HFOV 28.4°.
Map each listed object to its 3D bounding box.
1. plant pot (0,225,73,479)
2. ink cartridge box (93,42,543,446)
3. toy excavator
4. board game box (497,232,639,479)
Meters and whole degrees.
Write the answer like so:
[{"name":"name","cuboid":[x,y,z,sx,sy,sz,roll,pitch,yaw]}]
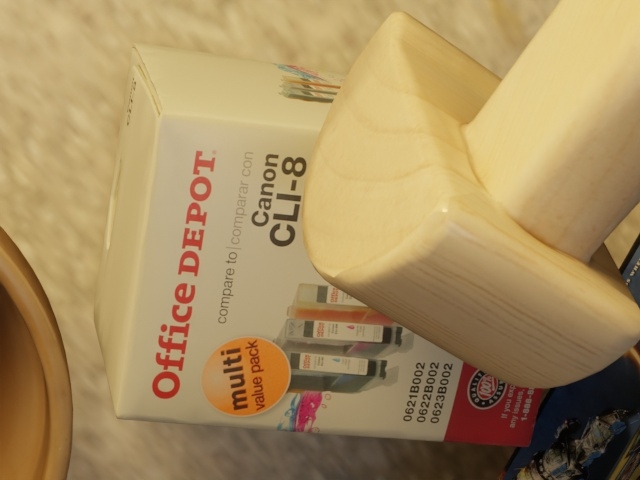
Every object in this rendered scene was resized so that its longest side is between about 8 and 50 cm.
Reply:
[{"name":"plant pot","cuboid":[-0.222,0.057,0.512,0.237,0.110,0.237,-4,109,-13]},{"name":"ink cartridge box","cuboid":[0.000,0.000,0.536,0.176,0.127,0.128,6,108,-15]},{"name":"toy excavator","cuboid":[0.168,-0.217,0.375,0.222,0.445,0.433,31,140,-21]},{"name":"board game box","cuboid":[0.140,0.090,0.594,0.243,0.042,0.165,-62,155,11]}]
